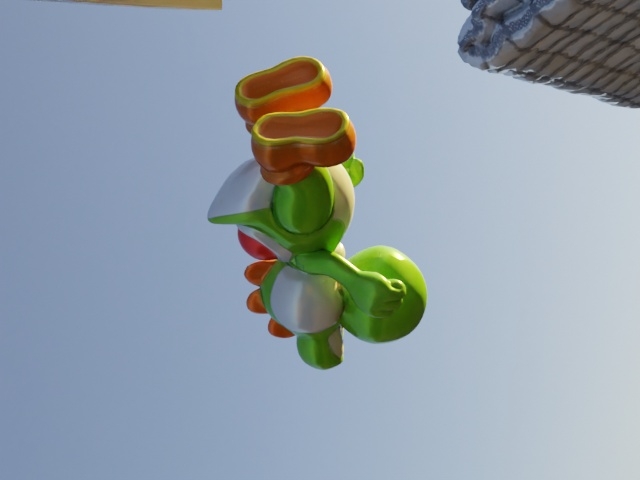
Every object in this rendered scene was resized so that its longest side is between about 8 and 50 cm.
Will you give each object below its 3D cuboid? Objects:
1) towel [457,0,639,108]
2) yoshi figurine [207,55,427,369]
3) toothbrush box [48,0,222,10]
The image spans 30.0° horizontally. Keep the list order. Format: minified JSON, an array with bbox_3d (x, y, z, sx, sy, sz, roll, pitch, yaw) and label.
[{"bbox_3d":[0.200,-0.191,0.581,0.284,0.121,0.235,-36,-20,30],"label":"towel"},{"bbox_3d":[0.025,-0.011,1.293,0.203,0.203,0.362,-45,-39,-34],"label":"yoshi figurine"},{"bbox_3d":[-0.216,-0.398,1.300,0.206,0.122,0.283,-7,-77,-43],"label":"toothbrush box"}]
